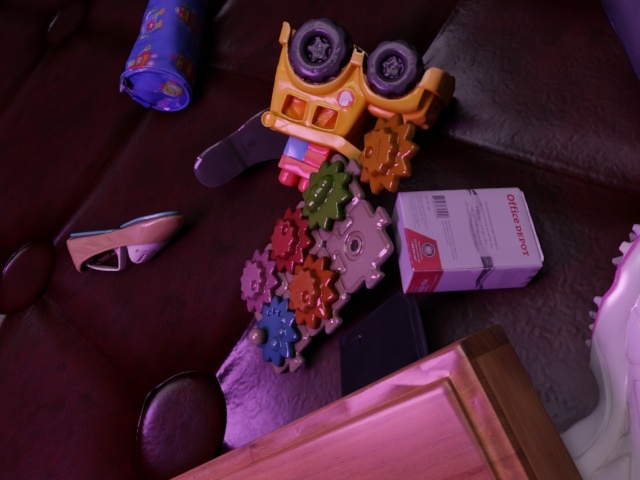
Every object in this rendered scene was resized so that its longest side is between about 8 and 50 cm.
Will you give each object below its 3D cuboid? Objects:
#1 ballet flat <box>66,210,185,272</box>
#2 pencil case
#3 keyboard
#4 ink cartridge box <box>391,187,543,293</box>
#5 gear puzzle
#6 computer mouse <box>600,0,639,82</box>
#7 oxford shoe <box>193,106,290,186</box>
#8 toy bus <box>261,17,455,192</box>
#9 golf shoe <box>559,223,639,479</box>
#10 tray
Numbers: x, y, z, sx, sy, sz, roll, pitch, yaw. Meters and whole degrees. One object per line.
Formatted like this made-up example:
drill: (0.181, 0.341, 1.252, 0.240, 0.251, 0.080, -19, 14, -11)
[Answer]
ballet flat: (-0.300, 0.007, 0.941, 0.232, 0.080, 0.073, -10, 88, 29)
pencil case: (-0.279, -0.374, 1.093, 0.133, 0.119, 0.306, -17, 57, 33)
keyboard: (0.048, 0.211, 0.581, 0.201, 0.033, 0.317, -44, 29, 31)
ink cartridge box: (0.151, 0.000, 0.635, 0.135, 0.056, 0.099, -2, 59, -5)
gear puzzle: (0.000, 0.000, 0.683, 0.339, 0.044, 0.175, -51, 46, 31)
computer mouse: (0.356, -0.187, 0.546, 0.188, 0.072, 0.272, -37, 76, 37)
oxford shoe: (-0.088, -0.152, 0.894, 0.212, 0.076, 0.076, -23, 14, 6)
toy bus: (0.037, -0.153, 0.770, 0.220, 0.149, 0.211, 21, 96, 17)
golf shoe: (0.228, 0.107, 0.361, 0.140, 0.115, 0.306, 30, 112, 48)
tray: (-0.008, 0.240, 0.434, 0.411, 0.076, 0.203, -34, 72, 31)
